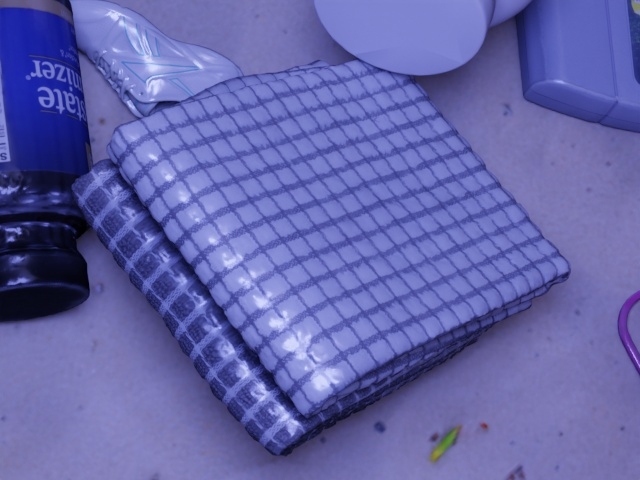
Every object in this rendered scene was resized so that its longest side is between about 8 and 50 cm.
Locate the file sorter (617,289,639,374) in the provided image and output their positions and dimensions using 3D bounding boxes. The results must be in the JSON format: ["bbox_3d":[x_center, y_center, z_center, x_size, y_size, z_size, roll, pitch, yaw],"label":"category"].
[{"bbox_3d":[0.357,0.045,1.305,0.202,0.291,0.182,-25,76,-19],"label":"file sorter"}]

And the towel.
[{"bbox_3d":[0.000,0.000,1.287,0.283,0.121,0.235,-23,69,-47],"label":"towel"}]

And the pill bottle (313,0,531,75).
[{"bbox_3d":[0.100,-0.279,1.376,0.181,0.181,0.323,23,55,-5],"label":"pill bottle"}]

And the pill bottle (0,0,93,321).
[{"bbox_3d":[-0.218,-0.061,1.295,0.122,0.123,0.219,-6,75,-15],"label":"pill bottle"}]

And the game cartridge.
[{"bbox_3d":[0.298,-0.178,1.491,0.294,0.060,0.196,0,76,-13],"label":"game cartridge"}]

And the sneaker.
[{"bbox_3d":[-0.133,-0.127,1.374,0.152,0.054,0.061,25,71,-5],"label":"sneaker"}]
